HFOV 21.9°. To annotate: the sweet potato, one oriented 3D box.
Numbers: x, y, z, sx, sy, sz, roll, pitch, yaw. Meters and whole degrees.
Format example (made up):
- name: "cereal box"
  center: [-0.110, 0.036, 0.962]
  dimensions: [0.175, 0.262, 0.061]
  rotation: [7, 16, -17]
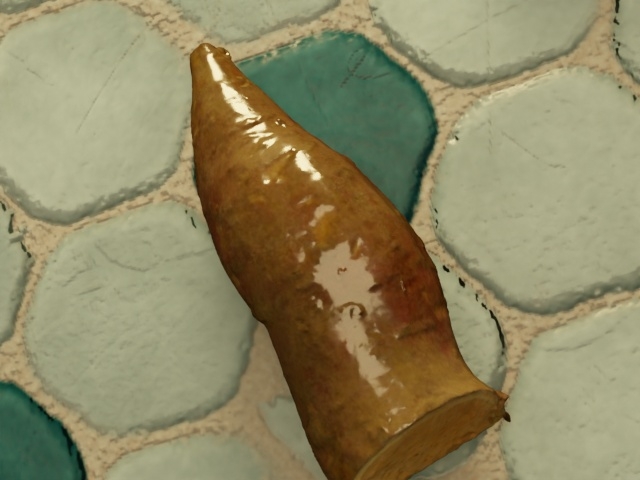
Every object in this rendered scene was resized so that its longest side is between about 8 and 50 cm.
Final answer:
- name: "sweet potato"
  center: [-0.003, 0.001, 1.092]
  dimensions: [0.131, 0.131, 0.337]
  rotation: [-28, 77, 5]
